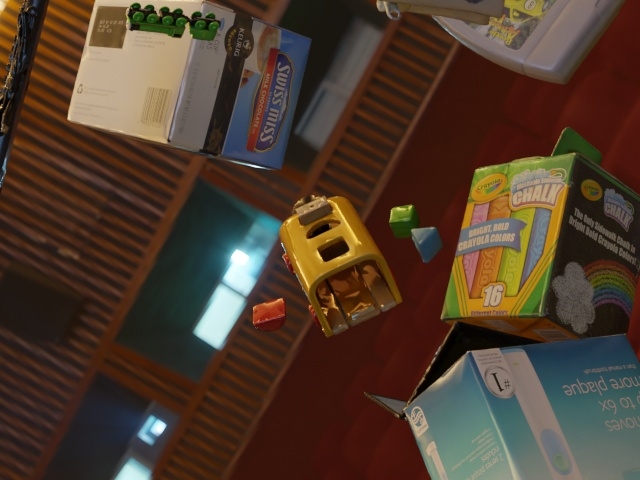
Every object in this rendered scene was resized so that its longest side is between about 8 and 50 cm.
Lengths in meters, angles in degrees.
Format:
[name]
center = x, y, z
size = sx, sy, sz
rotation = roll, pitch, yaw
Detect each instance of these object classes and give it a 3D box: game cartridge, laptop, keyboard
[game cartridge]
center = 0.292, -0.370, 1.929
size = 0.196, 0.294, 0.060
rotation = -55, -22, 1
[laptop]
center = 0.215, 0.180, 1.615
size = 0.137, 0.234, 0.264
rotation = -96, 25, -50
[keyboard]
center = -0.385, -0.213, 1.603
size = 0.201, 0.033, 0.317
rotation = 169, 114, -77

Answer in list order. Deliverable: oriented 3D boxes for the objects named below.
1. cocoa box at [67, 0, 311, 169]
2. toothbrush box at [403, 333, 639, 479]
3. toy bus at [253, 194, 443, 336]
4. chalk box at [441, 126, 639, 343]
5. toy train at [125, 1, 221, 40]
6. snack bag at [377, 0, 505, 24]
[cocoa box]
center = -0.221, -0.264, 2.099
size = 0.228, 0.347, 0.232
rotation = 13, -89, -40
[toothbrush box]
center = 0.242, 0.251, 1.200
size = 0.216, 0.296, 0.126
rotation = -2, -31, -33
[toy bus]
center = 0.008, 0.004, 1.367
size = 0.191, 0.202, 0.104
rotation = -59, -39, -36
[chalk box]
center = 0.305, -0.001, 1.672
size = 0.180, 0.179, 0.289
rotation = 30, -113, -36
[toy train]
center = -0.121, -0.177, 1.033
size = 0.083, 0.017, 0.024
rotation = 2, -41, -30
[snack bag]
center = 0.087, -0.351, 1.083
size = 0.342, 0.037, 0.323
rotation = -8, -70, -52
